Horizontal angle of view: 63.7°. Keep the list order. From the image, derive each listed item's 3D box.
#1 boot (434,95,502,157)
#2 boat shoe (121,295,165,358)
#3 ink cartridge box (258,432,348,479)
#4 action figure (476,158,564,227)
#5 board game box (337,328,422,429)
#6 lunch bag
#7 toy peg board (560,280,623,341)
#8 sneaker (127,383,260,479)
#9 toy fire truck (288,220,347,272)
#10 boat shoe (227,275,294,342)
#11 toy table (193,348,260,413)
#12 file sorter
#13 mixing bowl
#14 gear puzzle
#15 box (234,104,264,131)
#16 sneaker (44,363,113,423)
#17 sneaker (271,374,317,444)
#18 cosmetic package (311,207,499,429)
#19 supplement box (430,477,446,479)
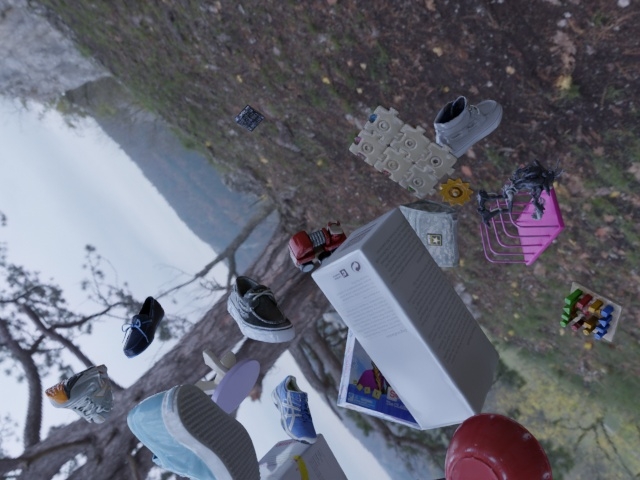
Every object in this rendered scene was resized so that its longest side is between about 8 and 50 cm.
[{"bbox_3d":[0.399,-0.334,1.377,0.095,0.258,0.123,25,149,40],"label":"boot"},{"bbox_3d":[-0.595,0.279,1.685,0.258,0.109,0.088,-98,-12,-64],"label":"boat shoe"},{"bbox_3d":[-0.086,0.681,1.360,0.198,0.270,0.197,-29,91,40],"label":"ink cartridge box"},{"bbox_3d":[0.635,-0.150,1.621,0.141,0.276,0.163,33,-139,-42],"label":"action figure"},{"bbox_3d":[0.230,0.425,1.706,0.319,0.317,0.066,21,147,-17],"label":"board game box"},{"bbox_3d":[0.473,-0.030,2.175,0.287,0.169,0.235,-152,51,-62],"label":"lunch bag"},{"bbox_3d":[0.854,0.241,1.649,0.161,0.079,0.161,36,147,44],"label":"toy peg board"},{"bbox_3d":[-0.247,0.421,1.039,0.135,0.150,0.365,-83,-28,-55],"label":"sneaker"},{"bbox_3d":[0.000,0.000,1.918,0.246,0.217,0.158,88,158,-54],"label":"toy fire truck"},{"bbox_3d":[-0.179,0.181,1.427,0.335,0.121,0.119,20,110,54],"label":"boat shoe"},{"bbox_3d":[-0.388,0.560,2.069,0.161,0.274,0.252,15,116,29],"label":"toy table"},{"bbox_3d":[0.724,-0.062,1.897,0.290,0.183,0.202,95,174,-61],"label":"file sorter"},{"bbox_3d":[0.279,0.392,0.858,0.098,0.181,0.181,1,-138,-51],"label":"mixing bowl"},{"bbox_3d":[0.254,-0.207,1.325,0.339,0.044,0.175,34,133,-3],"label":"gear puzzle"},{"bbox_3d":[-0.228,-0.392,1.657,0.018,0.067,0.083,53,-164,26],"label":"box"},{"bbox_3d":[-0.502,0.344,1.122,0.121,0.099,0.262,63,170,5],"label":"sneaker"},{"bbox_3d":[-0.066,0.455,1.389,0.080,0.081,0.211,15,-156,-41],"label":"sneaker"},{"bbox_3d":[0.209,0.179,1.196,0.162,0.230,0.453,-31,97,39],"label":"cosmetic package"},{"bbox_3d":[0.396,0.781,1.597,0.104,0.188,0.080,106,157,-57],"label":"supplement box"}]
